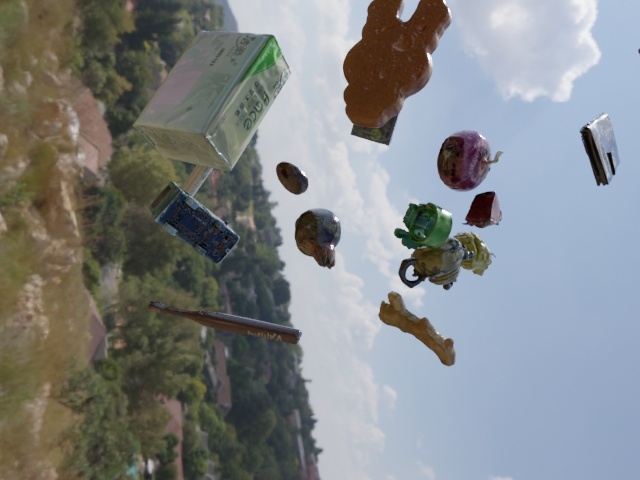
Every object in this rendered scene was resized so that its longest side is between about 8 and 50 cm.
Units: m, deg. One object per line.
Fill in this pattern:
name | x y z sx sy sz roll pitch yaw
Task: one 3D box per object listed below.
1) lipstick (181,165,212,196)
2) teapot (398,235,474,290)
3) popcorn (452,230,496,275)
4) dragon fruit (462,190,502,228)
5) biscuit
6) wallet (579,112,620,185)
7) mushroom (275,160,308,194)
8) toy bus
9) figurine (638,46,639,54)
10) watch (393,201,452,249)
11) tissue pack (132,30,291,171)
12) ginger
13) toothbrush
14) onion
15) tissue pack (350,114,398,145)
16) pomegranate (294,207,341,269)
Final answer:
lipstick | -0.470 -0.248 2.229 0.264 0.059 0.059 -47 -139 34
teapot | 0.387 0.084 1.921 0.183 0.269 0.173 65 -10 -14
popcorn | 0.541 0.046 2.071 0.173 0.142 0.173 48 -12 14
dragon fruit | 0.559 -0.085 1.967 0.096 0.102 0.147 53 55 -40
biscuit | 0.150 -0.389 1.239 0.047 0.201 0.334 45 63 -59
wallet | 0.787 -0.261 1.617 0.317 0.044 0.169 -29 100 -54
mushroom | -0.093 -0.194 1.821 0.123 0.052 0.123 34 -28 21
toy bus | -0.384 -0.053 1.770 0.256 0.128 0.147 42 -1 -37
figurine | 0.893 -0.521 1.290 0.167 0.342 0.285 45 31 -42
watch | 0.332 -0.032 1.800 0.166 0.131 0.152 -64 -149 7
tissue pack | -0.328 -0.439 1.796 0.405 0.331 0.205 -61 146 -21
ginger | 0.311 0.287 1.843 0.298 0.065 0.118 39 -54 15
toothbrush | -0.223 0.189 1.340 0.041 0.363 0.041 11 90 -87
onion | 0.480 -0.273 1.974 0.208 0.200 0.201 -60 -151 34
tissue pack | 0.237 -0.521 2.362 0.073 0.173 0.236 -55 164 -67
pomegranate | -0.011 -0.004 1.484 0.138 0.125 0.163 109 -5 -51
